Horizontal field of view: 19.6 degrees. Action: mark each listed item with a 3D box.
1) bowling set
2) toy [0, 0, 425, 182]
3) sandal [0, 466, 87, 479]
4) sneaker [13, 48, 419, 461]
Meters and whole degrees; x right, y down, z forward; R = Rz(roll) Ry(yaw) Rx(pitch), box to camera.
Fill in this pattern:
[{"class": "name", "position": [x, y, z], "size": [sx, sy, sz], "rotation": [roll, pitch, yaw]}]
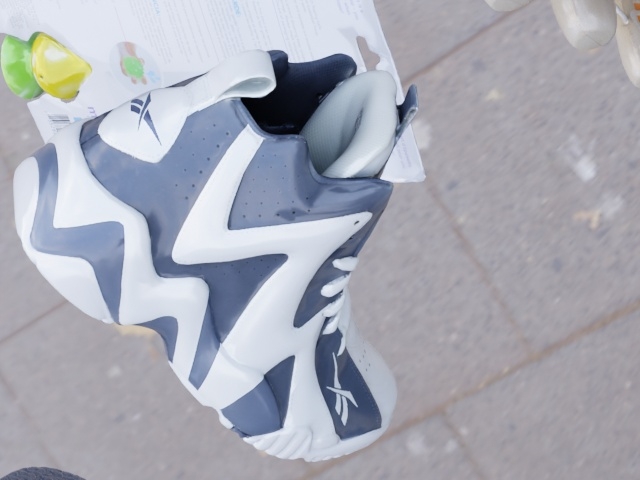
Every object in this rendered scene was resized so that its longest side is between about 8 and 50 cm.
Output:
[{"class": "bowling set", "position": [0.248, -0.250, 1.436], "size": [0.200, 0.287, 0.154], "rotation": [-26, 63, 28]}, {"class": "toy", "position": [-0.058, -0.100, 0.942], "size": [0.237, 0.056, 0.137], "rotation": [0, 125, 31]}, {"class": "sandal", "position": [-0.215, 0.201, 1.086], "size": [0.097, 0.254, 0.054], "rotation": [25, 112, 28]}, {"class": "sneaker", "position": [0.000, 0.000, 0.788], "size": [0.153, 0.094, 0.235], "rotation": [-33, 128, 19]}]
